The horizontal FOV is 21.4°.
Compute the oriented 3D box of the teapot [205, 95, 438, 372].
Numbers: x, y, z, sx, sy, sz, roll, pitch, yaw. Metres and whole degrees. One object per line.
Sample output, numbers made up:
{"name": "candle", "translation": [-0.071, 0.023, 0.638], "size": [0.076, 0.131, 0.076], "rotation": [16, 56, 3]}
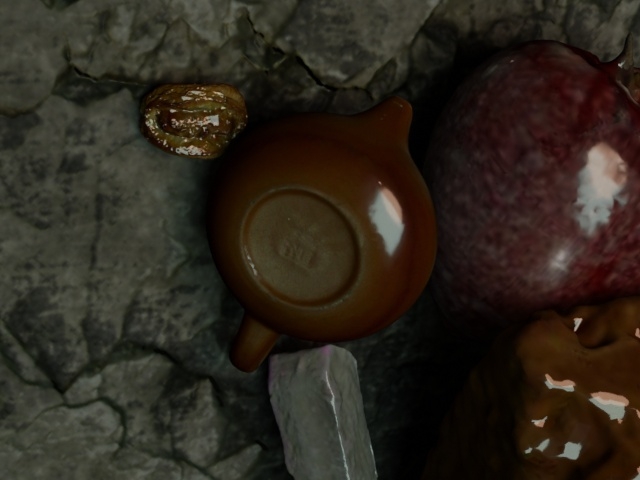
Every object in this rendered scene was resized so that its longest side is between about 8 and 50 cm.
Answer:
{"name": "teapot", "translation": [0.000, 0.000, 1.292], "size": [0.178, 0.135, 0.252], "rotation": [36, 121, 10]}

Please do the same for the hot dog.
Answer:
{"name": "hot dog", "translation": [-0.092, -0.092, 1.261], "size": [0.083, 0.035, 0.058], "rotation": [0, 114, -23]}

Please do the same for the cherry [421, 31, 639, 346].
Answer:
{"name": "cherry", "translation": [0.186, -0.028, 1.312], "size": [0.230, 0.203, 0.300], "rotation": [8, 125, -37]}

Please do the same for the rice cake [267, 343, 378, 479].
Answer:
{"name": "rice cake", "translation": [0.026, 0.273, 1.392], "size": [0.064, 0.070, 0.399], "rotation": [-29, 111, -57]}

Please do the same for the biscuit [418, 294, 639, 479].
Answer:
{"name": "biscuit", "translation": [0.253, 0.194, 1.349], "size": [0.342, 0.166, 0.395], "rotation": [-5, 148, -17]}
